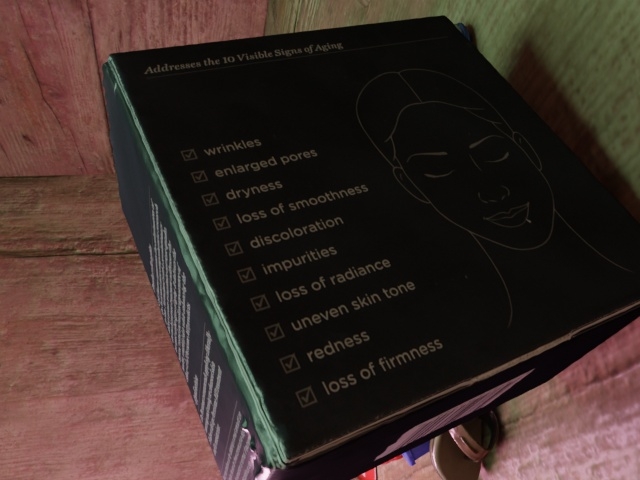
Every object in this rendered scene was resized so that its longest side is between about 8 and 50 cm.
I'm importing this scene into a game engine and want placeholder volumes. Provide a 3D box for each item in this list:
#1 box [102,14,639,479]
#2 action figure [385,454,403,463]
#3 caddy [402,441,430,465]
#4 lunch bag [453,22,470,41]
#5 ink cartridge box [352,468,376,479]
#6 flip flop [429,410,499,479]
[{"bbox_3d":[0.047,-0.002,0.700,0.471,0.480,0.297,61,153,26],"label":"box"},{"bbox_3d":[0.137,0.492,1.455,0.280,0.091,0.139,141,115,-73],"label":"action figure"},{"bbox_3d":[0.128,0.260,1.070,0.341,0.179,0.241,64,175,-25],"label":"caddy"},{"bbox_3d":[0.200,-0.274,1.040,0.219,0.090,0.176,134,132,-71],"label":"lunch bag"},{"bbox_3d":[0.100,0.739,1.719,0.296,0.066,0.261,158,107,-75],"label":"ink cartridge box"},{"bbox_3d":[0.258,0.307,0.954,0.080,0.112,0.277,34,122,54],"label":"flip flop"}]
